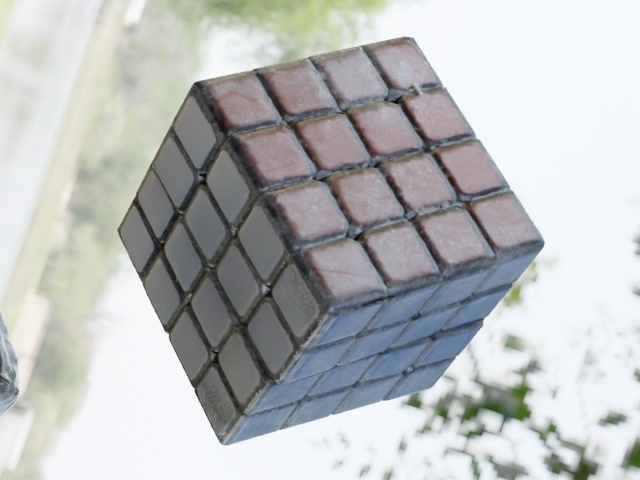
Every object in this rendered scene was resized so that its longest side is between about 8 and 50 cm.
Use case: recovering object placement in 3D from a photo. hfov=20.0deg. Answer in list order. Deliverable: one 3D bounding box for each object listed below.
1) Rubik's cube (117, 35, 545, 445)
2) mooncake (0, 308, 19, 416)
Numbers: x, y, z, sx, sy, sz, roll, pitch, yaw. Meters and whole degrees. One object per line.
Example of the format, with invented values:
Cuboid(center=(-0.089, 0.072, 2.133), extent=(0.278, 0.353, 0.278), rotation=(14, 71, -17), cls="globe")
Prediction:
Cuboid(center=(0.000, 0.000, 2.205), extent=(0.343, 0.344, 0.337), rotation=(61, -37, 22), cls="Rubik's cube")
Cuboid(center=(-0.536, 0.148, 2.234), extent=(0.324, 0.324, 0.187), rotation=(122, -46, -62), cls="mooncake")
